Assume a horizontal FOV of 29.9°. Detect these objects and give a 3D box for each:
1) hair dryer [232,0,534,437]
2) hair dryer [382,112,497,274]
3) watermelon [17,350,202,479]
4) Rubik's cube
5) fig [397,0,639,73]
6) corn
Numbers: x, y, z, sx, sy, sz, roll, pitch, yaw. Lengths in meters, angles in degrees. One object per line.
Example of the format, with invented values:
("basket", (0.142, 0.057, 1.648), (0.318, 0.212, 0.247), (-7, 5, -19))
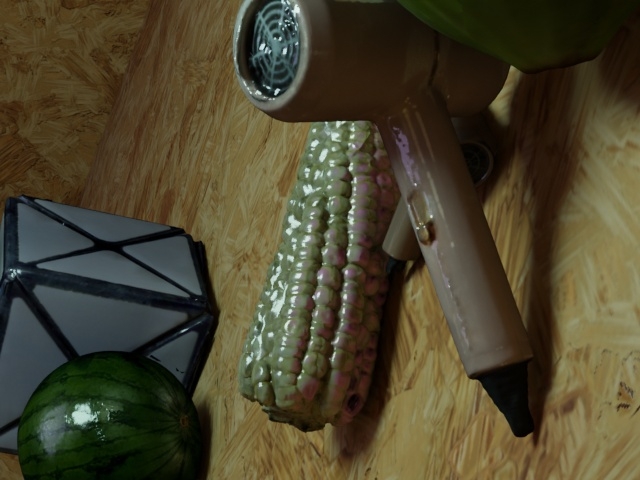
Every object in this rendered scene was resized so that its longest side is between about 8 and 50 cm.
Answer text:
("hair dryer", (0.074, -0.029, 0.824), (0.106, 0.189, 0.344), (-38, 65, 48))
("hair dryer", (0.090, -0.041, 1.015), (0.117, 0.064, 0.182), (-105, 26, -55))
("watermelon", (-0.274, 0.264, 1.557), (0.242, 0.242, 0.242), (-165, 90, -72))
("Rubik's cube", (-0.348, 0.141, 1.792), (0.307, 0.310, 0.305), (-116, 41, -64))
("fig", (0.122, -0.263, 0.752), (0.316, 0.316, 0.316), (-165, 90, -72))
("corn", (0.017, 0.009, 1.103), (0.126, 0.126, 0.335), (159, 128, -69))
